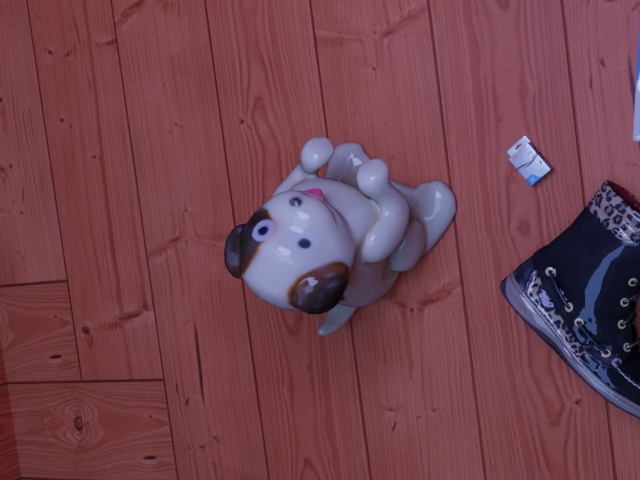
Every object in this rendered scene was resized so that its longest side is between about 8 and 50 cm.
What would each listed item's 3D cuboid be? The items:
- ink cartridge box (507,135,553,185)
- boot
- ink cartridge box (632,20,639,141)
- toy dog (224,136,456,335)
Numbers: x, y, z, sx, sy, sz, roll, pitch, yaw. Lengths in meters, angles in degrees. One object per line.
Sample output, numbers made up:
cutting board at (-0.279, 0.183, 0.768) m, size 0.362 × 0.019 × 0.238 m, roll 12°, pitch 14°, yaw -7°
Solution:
ink cartridge box at (0.380, -0.146, 1.739) m, size 0.048 × 0.028 × 0.083 m, roll -44°, pitch 76°, yaw 25°
boot at (0.531, 0.106, 1.638) m, size 0.377 × 0.138 × 0.284 m, roll 45°, pitch 114°, yaw 21°
ink cartridge box at (0.649, -0.250, 1.490) m, size 0.270 × 0.197 × 0.198 m, roll 4°, pitch 99°, yaw 27°
toy dog at (0.000, 0.000, 1.741) m, size 0.285 × 0.408 × 0.395 m, roll 36°, pitch 111°, yaw 20°
